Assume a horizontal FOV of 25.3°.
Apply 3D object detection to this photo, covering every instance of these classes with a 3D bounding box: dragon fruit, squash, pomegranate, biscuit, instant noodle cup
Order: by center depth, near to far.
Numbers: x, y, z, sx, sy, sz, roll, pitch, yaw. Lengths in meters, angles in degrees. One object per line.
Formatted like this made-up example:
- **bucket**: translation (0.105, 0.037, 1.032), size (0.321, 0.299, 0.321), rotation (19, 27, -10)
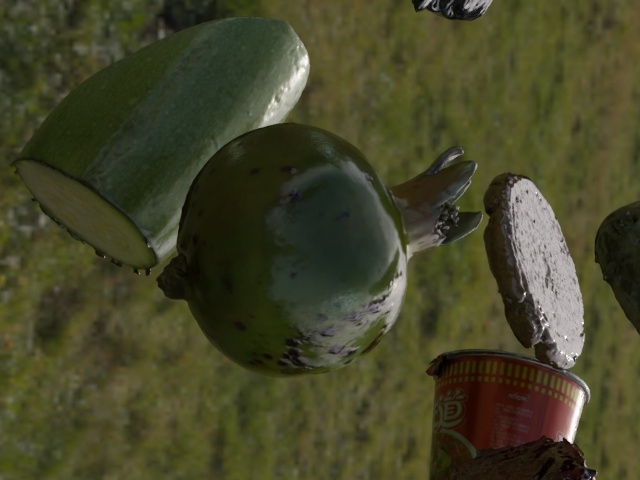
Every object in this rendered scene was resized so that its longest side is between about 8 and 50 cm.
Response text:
- **pomegranate**: translation (0.000, -0.010, 1.101), size (0.198, 0.246, 0.198), rotation (46, 13, -14)
- **dragon fruit**: translation (0.187, 0.281, 1.325), size (0.261, 0.163, 0.189), rotation (-68, 158, -72)
- **squash**: translation (-0.153, -0.115, 1.408), size (0.260, 0.189, 0.189), rotation (-55, 151, -19)
- **biscuit**: translation (0.221, 0.032, 1.485), size (0.226, 0.042, 0.225), rotation (47, 34, -45)
- **instant noodle cup**: translation (0.193, 0.254, 1.593), size (0.193, 0.193, 0.212), rotation (62, 37, -58)

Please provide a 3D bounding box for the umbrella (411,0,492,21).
- **umbrella**: translation (0.072, -0.162, 0.805), size (0.059, 0.066, 0.236), rotation (50, 17, 9)

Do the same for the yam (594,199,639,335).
- **yam**: translation (0.343, 0.089, 1.163), size (0.330, 0.133, 0.133), rotation (51, -9, 35)
